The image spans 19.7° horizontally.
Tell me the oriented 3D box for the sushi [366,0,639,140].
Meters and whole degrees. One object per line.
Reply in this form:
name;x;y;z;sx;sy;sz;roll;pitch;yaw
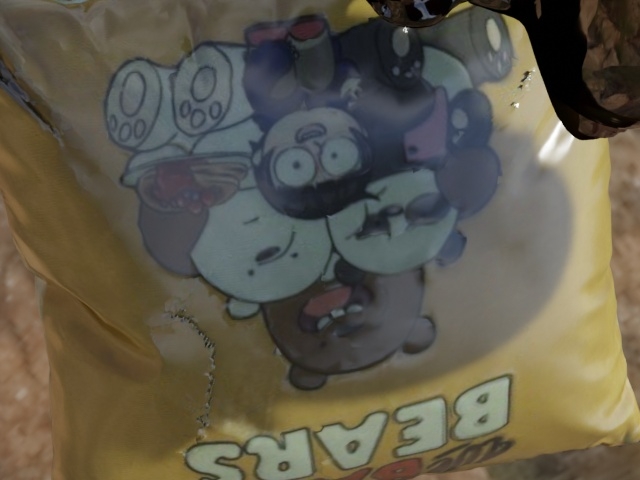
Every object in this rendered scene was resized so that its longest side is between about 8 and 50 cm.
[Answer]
sushi;0.112;-0.143;0.620;0.215;0.227;0.212;42;78;-27

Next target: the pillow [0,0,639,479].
pillow;0.000;0.000;0.858;0.310;0.312;0.119;-13;31;-10
